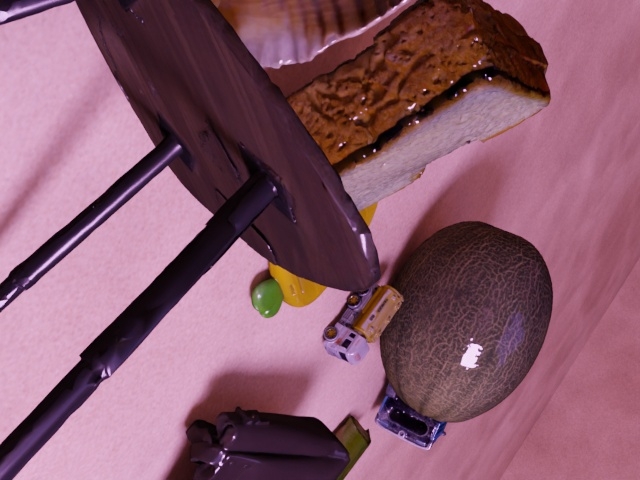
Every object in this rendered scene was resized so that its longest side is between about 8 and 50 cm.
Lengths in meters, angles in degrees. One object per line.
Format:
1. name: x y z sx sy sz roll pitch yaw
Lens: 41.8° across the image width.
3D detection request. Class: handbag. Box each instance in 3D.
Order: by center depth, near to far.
1. handbag: -0.114 0.328 1.006 0.285 0.113 0.257 -55 147 2

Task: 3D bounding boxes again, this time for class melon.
1. melon: 0.212 0.122 1.240 0.237 0.237 0.301 15 101 -62

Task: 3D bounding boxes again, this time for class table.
1. table: -0.160 -0.007 0.475 0.249 0.317 0.317 -38 146 -15

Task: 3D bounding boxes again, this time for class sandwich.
1. sandwich: 0.080 -0.117 0.811 0.273 0.095 0.249 -30 167 28

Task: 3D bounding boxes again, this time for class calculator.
1. calculator: 0.000 0.000 0.990 0.235 0.032 0.146 -51 151 -24

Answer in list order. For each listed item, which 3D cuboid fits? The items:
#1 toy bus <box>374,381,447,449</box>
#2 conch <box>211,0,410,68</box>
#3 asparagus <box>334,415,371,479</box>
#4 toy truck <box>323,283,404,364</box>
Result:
1. toy bus: 0.195 0.225 1.429 0.234 0.116 0.133 -66 162 3
2. conch: -0.013 -0.258 0.549 0.186 0.263 0.324 -68 -170 -26
3. asparagus: -0.008 0.382 1.291 0.277 0.060 0.067 -48 139 -26
4. toy truck: 0.060 0.113 1.162 0.123 0.063 0.052 -54 152 -17
